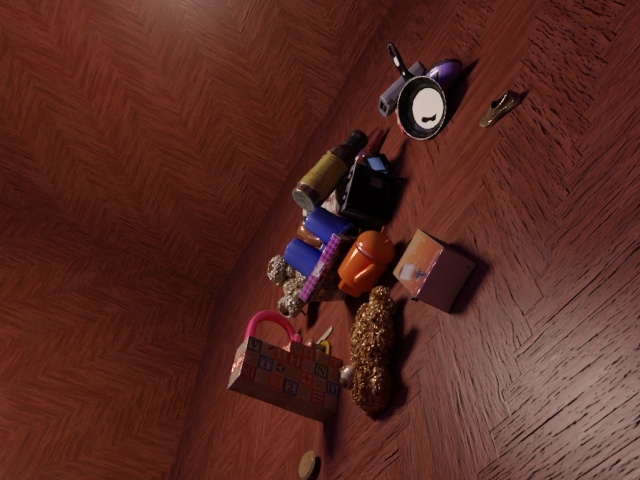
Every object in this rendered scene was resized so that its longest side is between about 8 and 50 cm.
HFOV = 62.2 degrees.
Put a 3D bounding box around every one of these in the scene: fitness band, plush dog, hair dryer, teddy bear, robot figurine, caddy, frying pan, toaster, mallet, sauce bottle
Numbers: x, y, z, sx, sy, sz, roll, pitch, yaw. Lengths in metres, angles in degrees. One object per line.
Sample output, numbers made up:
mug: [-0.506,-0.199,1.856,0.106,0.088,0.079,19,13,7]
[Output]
fitness band: [-0.175,0.381,1.918,0.054,0.209,0.290,-51,21,37]
plush dog: [-0.047,0.150,2.006,0.225,0.211,0.262,-38,55,29]
hair dryer: [0.203,-0.321,2.094,0.224,0.080,0.293,-18,51,47]
teddy bear: [0.115,0.266,1.342,0.245,0.113,0.338,-44,25,57]
robot figurine: [0.136,0.064,1.560,0.158,0.128,0.219,-4,-48,-55]
caddy: [0.023,0.031,1.783,0.241,0.179,0.341,-55,-12,1]
frying pan: [0.291,-0.467,1.716,0.326,0.053,0.197,53,137,27]
toaster: [0.160,-0.147,1.749,0.110,0.186,0.168,158,128,-71]
mallet: [0.241,0.073,1.381,0.062,0.039,0.189,-40,32,56]
sauce bottle: [0.043,-0.245,1.807,0.344,0.111,0.111,-49,8,-26]

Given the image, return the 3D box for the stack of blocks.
stack of blocks: [-0.094,0.376,1.499,0.087,0.297,0.171,-52,21,40]

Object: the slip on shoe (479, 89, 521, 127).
slip on shoe: [0.443,-0.334,1.337,0.135,0.041,0.051,-32,36,63]

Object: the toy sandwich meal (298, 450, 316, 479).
toy sandwich meal: [-0.031,0.610,1.434,0.085,0.029,0.085,-50,22,29]

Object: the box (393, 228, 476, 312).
box: [0.258,0.066,1.225,0.130,0.091,0.170,-62,15,9]

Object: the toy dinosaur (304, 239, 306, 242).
toy dinosaur: [-0.103,0.057,2.482,0.183,0.053,0.092,-61,14,11]

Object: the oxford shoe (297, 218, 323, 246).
oxford shoe: [0.000,0.000,2.025,0.076,0.212,0.076,-61,-28,6]

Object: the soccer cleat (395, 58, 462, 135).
soccer cleat: [0.359,-0.469,1.749,0.318,0.109,0.116,-38,50,55]

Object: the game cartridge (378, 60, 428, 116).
game cartridge: [0.296,-0.540,1.896,0.196,0.060,0.294,-39,1,6]

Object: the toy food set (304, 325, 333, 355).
toy food set: [-0.029,0.378,1.704,0.128,0.071,0.218,-50,21,41]

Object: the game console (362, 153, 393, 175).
game console: [0.194,-0.248,1.913,0.071,0.107,0.122,-42,25,-25]

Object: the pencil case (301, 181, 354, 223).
pencil case: [0.059,-0.128,2.009,0.159,0.184,0.410,-68,17,-13]

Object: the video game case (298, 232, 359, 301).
video game case: [0.058,0.090,1.663,0.042,0.210,0.232,40,111,32]
